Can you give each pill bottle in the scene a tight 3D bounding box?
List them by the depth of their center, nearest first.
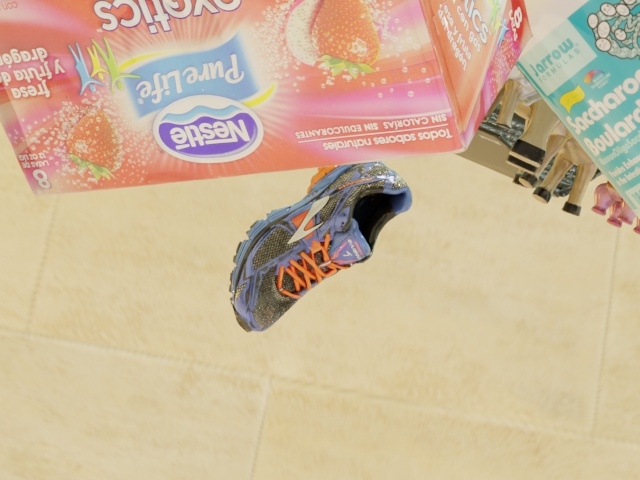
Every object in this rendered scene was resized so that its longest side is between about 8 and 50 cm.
[{"bbox_3d":[0.230,-0.135,1.073,0.146,0.146,0.264,-39,88,-10],"label":"pill bottle"}]

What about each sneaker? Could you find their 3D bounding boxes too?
[{"bbox_3d":[0.000,0.000,1.365,0.087,0.083,0.221,23,64,42],"label":"sneaker"}]

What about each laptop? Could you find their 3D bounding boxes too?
[{"bbox_3d":[0.234,-0.156,1.823,0.264,0.136,0.234,-29,38,-29],"label":"laptop"}]

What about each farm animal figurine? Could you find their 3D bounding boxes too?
[{"bbox_3d":[0.226,-0.142,1.364,0.327,0.330,0.172,26,88,-14],"label":"farm animal figurine"}]

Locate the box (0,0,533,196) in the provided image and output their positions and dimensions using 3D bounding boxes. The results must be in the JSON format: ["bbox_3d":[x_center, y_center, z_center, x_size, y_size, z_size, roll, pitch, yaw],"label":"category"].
[{"bbox_3d":[-0.045,-0.133,0.882,0.300,0.142,0.154,-5,30,27],"label":"box"}]
